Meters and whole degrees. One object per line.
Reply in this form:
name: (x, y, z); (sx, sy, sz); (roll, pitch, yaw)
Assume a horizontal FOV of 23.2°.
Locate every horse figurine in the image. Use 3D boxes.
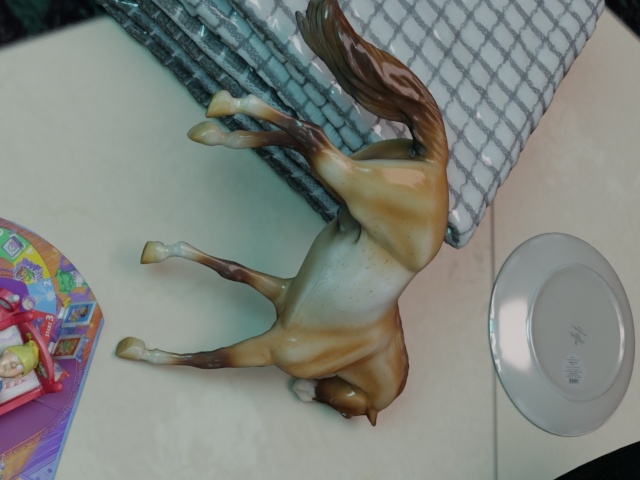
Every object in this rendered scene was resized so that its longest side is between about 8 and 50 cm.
horse figurine: (0.000, 0.000, 0.844); (0.174, 0.263, 0.066); (15, 33, -13)

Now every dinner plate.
dinner plate: (0.172, 0.063, 1.073); (0.141, 0.017, 0.141); (6, 80, -35)

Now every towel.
towel: (0.018, -0.157, 0.935); (0.283, 0.121, 0.235); (44, 57, -20)

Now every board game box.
board game box: (-0.175, 0.065, 0.801); (0.133, 0.033, 0.169); (28, 66, -30)

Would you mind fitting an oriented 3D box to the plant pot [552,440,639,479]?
plant pot: (0.182, 0.241, 0.954); (0.188, 0.167, 0.187); (54, 55, -18)
